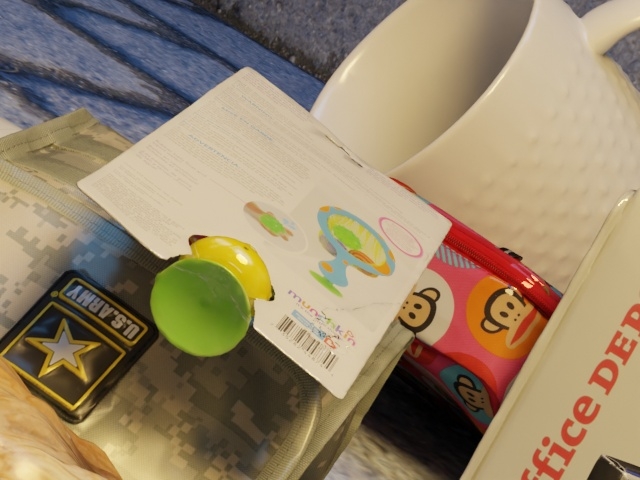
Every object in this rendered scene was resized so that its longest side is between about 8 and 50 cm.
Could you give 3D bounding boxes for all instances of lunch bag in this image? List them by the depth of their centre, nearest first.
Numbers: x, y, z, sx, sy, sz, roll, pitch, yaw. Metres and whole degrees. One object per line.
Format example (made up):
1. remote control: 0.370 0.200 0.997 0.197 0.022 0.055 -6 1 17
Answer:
1. lunch bag: -0.111 0.068 0.810 0.235 0.169 0.287 33 19 7
2. lunch bag: 0.096 0.065 1.296 0.258 0.120 0.293 33 -8 30

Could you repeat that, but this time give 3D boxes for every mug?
1. mug: 0.224 -0.075 1.508 0.328 0.374 0.276 43 23 -26

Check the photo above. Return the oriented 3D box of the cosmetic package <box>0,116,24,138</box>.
1. cosmetic package: -0.309 -0.047 0.919 0.225 0.138 0.224 29 10 10

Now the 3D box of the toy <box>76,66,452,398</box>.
1. toy: -0.026 0.000 0.768 0.137 0.056 0.237 38 20 1

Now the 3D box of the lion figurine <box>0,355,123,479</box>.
1. lion figurine: -0.209 0.066 0.507 0.240 0.142 0.392 39 -20 -33

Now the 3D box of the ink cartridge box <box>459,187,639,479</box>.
1. ink cartridge box: 0.318 0.171 1.072 0.385 0.279 0.160 33 11 23

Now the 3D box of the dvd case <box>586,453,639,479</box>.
1. dvd case: 0.188 0.217 0.802 0.239 0.179 0.029 23 8 -27
